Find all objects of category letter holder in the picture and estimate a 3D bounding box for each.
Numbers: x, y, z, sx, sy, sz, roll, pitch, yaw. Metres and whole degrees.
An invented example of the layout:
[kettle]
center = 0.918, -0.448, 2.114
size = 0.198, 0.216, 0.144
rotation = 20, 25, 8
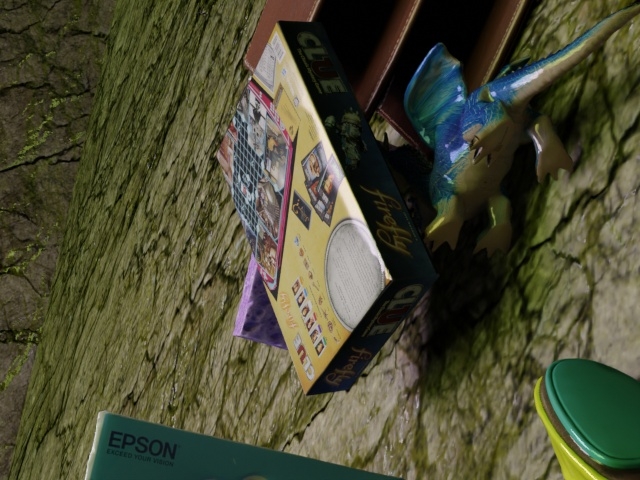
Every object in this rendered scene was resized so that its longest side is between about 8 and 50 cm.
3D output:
[letter holder]
center = 0.076, -0.239, 0.938
size = 0.302, 0.152, 0.214
rotation = -67, 24, 16

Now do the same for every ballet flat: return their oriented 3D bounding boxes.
[ballet flat]
center = 0.168, 0.134, 0.542
size = 0.231, 0.077, 0.077
rotation = -138, 50, -65

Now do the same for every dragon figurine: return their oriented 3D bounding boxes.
[dragon figurine]
center = 0.112, -0.088, 0.800
size = 0.289, 0.085, 0.144
rotation = 115, 150, -41

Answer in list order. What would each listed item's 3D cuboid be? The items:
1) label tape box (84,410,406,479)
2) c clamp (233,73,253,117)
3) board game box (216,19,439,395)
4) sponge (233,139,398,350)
[label tape box]
center = -0.098, 0.319, 0.815
size = 0.115, 0.249, 0.348
rotation = -13, 63, 66
[c clamp]
center = -0.090, -0.169, 1.489
size = 0.161, 0.022, 0.137
rotation = -105, 32, -51
[board game box]
center = -0.005, -0.026, 0.862
size = 0.165, 0.042, 0.243
rotation = -57, 46, 47
[sponge]
center = 0.000, 0.000, 0.993
size = 0.031, 0.117, 0.210
rotation = 161, 123, -67
